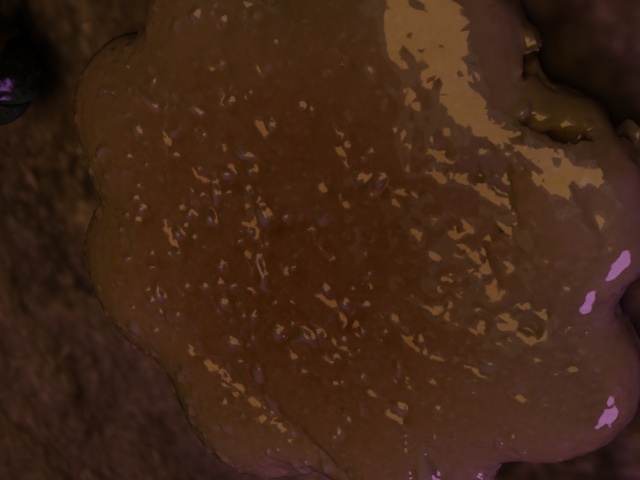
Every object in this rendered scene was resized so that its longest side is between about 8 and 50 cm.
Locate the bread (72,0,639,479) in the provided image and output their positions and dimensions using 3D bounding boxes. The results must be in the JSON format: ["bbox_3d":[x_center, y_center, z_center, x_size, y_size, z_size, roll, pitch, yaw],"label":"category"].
[{"bbox_3d":[0.000,0.000,0.460,0.315,0.054,0.316,12,117,25],"label":"bread"}]

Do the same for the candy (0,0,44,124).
[{"bbox_3d":[-0.157,-0.156,0.493,0.061,0.061,0.203,24,111,19],"label":"candy"}]
